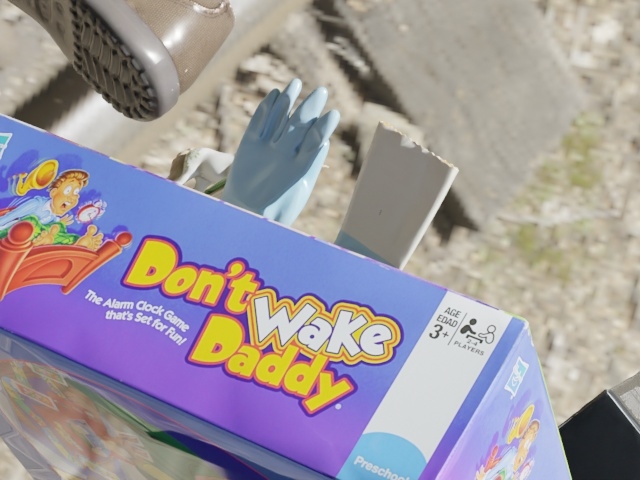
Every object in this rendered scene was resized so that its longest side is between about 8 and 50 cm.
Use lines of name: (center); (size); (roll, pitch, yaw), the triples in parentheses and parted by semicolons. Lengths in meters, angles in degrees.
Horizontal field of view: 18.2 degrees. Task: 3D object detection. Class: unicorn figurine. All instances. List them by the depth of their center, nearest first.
unicorn figurine: (-0.091, -0.063, 2.033); (0.111, 0.162, 0.060); (-65, 158, -20)

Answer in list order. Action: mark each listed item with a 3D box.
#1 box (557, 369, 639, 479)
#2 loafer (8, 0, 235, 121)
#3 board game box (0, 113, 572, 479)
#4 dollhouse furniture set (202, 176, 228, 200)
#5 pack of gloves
box: (0.238, 0.218, 1.264); (0.103, 0.261, 0.184); (-40, 170, 15)
loafer: (-0.204, -0.251, 1.658); (0.130, 0.366, 0.134); (-32, 161, -25)
board game box: (-0.010, 0.108, 0.815); (0.078, 0.233, 0.347); (-57, 152, -22)
dollhouse furniture set: (-0.104, -0.037, 1.809); (0.076, 0.152, 0.058); (23, 46, -50)
pack of gloves: (0.000, 0.000, 1.599); (0.046, 0.195, 0.232); (-1, 119, -55)
